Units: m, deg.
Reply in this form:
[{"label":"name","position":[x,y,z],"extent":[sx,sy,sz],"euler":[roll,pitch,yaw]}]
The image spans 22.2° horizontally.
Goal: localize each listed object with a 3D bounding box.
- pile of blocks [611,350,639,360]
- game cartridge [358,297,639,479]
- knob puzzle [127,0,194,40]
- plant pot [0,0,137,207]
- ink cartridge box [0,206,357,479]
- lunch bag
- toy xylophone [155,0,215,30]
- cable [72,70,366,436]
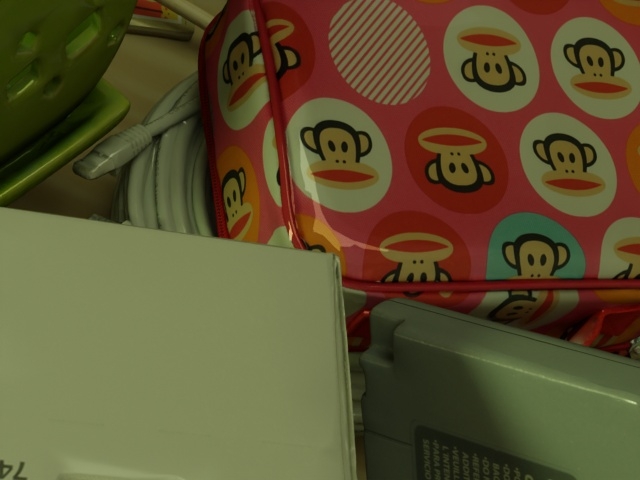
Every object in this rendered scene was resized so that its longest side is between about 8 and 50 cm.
[{"label":"pile of blocks","position":[0.246,0.105,1.050],"extent":[0.113,0.149,0.362],"euler":[-26,59,11]},{"label":"game cartridge","position":[0.111,0.185,0.786],"extent":[0.062,0.198,0.297],"euler":[-25,118,-45]},{"label":"knob puzzle","position":[-0.176,-0.224,1.070],"extent":[0.213,0.030,0.213],"euler":[11,60,-19]},{"label":"plant pot","position":[-0.234,-0.116,0.844],"extent":[0.227,0.207,0.228],"euler":[37,58,24]},{"label":"ink cartridge box","position":[-0.122,0.136,0.750],"extent":[0.198,0.270,0.197],"euler":[8,60,-20]},{"label":"lunch bag","position":[0.086,-0.036,0.921],"extent":[0.293,0.120,0.258],"euler":[3,63,-24]},{"label":"toy xylophone","position":[-0.040,-0.239,1.087],"extent":[0.323,0.081,0.236],"euler":[22,57,-23]},{"label":"cable","position":[0.000,0.000,0.992],"extent":[0.257,0.089,0.257],"euler":[45,54,3]}]
